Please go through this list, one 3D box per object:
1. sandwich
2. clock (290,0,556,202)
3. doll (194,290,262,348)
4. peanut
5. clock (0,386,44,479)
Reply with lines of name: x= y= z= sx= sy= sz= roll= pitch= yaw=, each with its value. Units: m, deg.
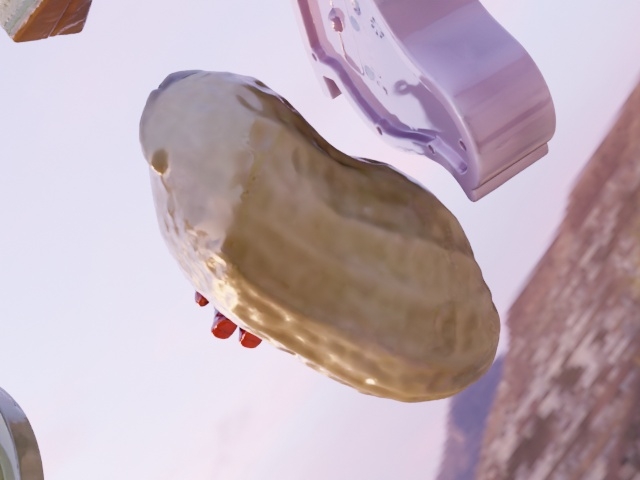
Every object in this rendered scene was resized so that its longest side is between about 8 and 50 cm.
sandwich: x=-0.250 y=-0.292 z=1.542 sx=0.187 sy=0.117 sz=0.144 roll=-45 pitch=-3 yaw=28
clock: x=0.060 y=-0.192 z=1.236 sx=0.080 sy=0.275 sz=0.290 roll=-32 pitch=-48 yaw=-14
doll: x=-0.072 y=0.010 z=1.425 sx=0.062 sy=0.104 sz=0.195 roll=106 pitch=168 yaw=-45
peanut: x=-0.003 y=0.005 z=1.254 sx=0.174 sy=0.340 sz=0.158 roll=-58 pitch=19 yaw=9
clock: x=-0.330 y=0.235 z=1.425 sx=0.029 sy=0.235 sz=0.235 roll=12 pitch=-63 yaw=-48
